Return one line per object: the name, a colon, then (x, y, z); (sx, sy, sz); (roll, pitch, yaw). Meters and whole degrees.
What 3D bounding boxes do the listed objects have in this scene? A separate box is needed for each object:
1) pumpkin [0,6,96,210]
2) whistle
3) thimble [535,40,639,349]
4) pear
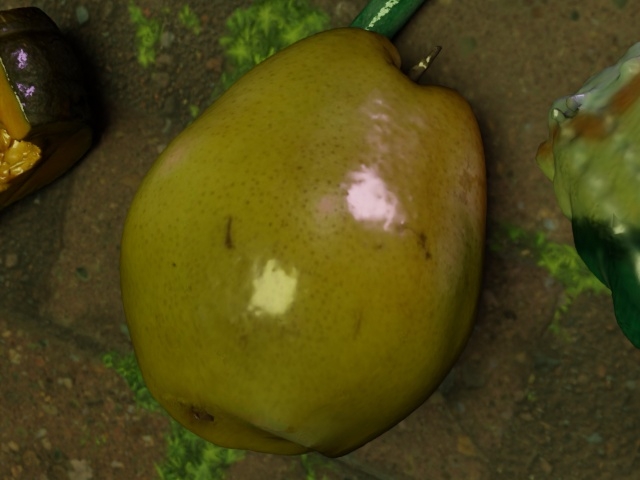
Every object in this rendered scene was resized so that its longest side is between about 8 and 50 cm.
pumpkin: (-0.300, -0.110, 1.135); (0.248, 0.126, 0.131); (-33, 90, 42)
whistle: (0.056, -0.193, 1.005); (0.039, 0.039, 0.186); (47, 112, 13)
thimble: (0.281, -0.007, 0.806); (0.167, 0.254, 0.288); (-37, 80, 22)
pear: (-0.010, 0.001, 0.928); (0.285, 0.285, 0.336); (9, 100, 23)
